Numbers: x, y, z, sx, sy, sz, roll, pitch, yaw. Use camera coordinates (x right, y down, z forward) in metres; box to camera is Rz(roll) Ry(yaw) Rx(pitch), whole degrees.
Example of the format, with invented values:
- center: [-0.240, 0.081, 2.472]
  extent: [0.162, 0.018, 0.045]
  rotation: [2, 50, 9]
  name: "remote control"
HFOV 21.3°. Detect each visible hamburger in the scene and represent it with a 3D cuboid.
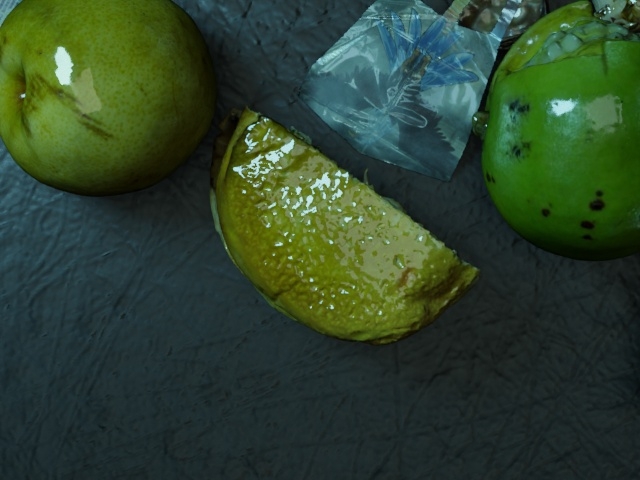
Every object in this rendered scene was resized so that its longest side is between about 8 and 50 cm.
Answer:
- center: [0.000, 0.000, 1.580]
  extent: [0.283, 0.144, 0.156]
  rotation: [35, 99, 4]
  name: "hamburger"

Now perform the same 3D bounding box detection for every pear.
- center: [-0.194, -0.142, 1.553]
  extent: [0.209, 0.209, 0.209]
  rotation: [0, 92, 2]
  name: "pear"

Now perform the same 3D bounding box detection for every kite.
- center: [0.104, -0.207, 1.574]
  extent: [0.169, 0.015, 0.310]
  rotation: [26, 115, -1]
  name: "kite"

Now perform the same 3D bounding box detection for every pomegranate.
- center: [0.289, -0.101, 1.520]
  extent: [0.302, 0.236, 0.236]
  rotation: [-9, 92, 5]
  name: "pomegranate"

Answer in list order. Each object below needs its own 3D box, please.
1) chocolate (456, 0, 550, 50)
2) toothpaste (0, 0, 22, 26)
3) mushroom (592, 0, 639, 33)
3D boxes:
- center: [0.143, -0.338, 1.573]
  extent: [0.102, 0.065, 0.329]
  rotation: [-13, 103, -3]
  name: "chocolate"
- center: [-0.277, -0.284, 1.622]
  extent: [0.069, 0.047, 0.268]
  rotation: [28, 95, -18]
  name: "toothpaste"
- center: [0.259, -0.284, 1.600]
  extent: [0.084, 0.071, 0.209]
  rotation: [-29, 88, 33]
  name: "mushroom"
